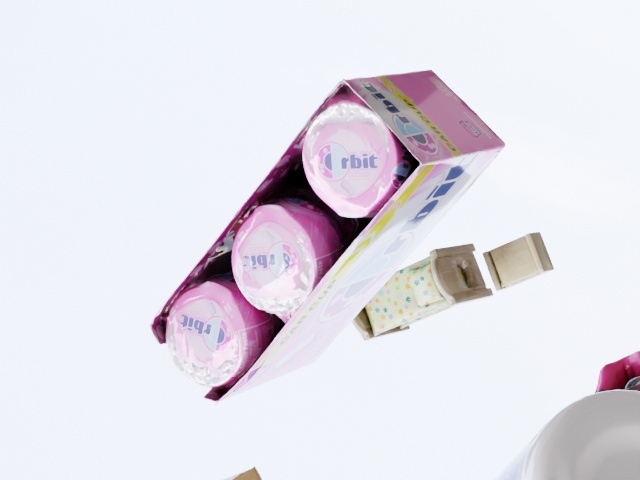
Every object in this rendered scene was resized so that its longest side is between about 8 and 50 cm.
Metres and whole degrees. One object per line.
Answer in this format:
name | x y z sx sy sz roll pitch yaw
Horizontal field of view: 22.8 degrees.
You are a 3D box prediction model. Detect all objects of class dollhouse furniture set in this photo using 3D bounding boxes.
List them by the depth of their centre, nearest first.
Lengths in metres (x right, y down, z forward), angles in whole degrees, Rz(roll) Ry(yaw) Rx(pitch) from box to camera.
dollhouse furniture set | 0.106 -0.009 1.576 0.101 0.182 0.161 -7 -106 -60

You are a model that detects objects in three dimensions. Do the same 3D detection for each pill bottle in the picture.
pill bottle | 0.107 0.138 0.686 0.094 0.169 0.094 6 -119 -11

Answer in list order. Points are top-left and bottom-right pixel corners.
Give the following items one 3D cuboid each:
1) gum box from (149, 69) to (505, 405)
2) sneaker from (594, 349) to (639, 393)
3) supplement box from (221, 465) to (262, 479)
gum box | 0.000 0.000 0.841 0.062 0.188 0.107 47 -154 14
sneaker | 0.220 0.159 1.121 0.299 0.121 0.112 -29 -83 -78
supplement box | -0.095 0.273 1.066 0.194 0.129 0.191 -21 -164 -8
